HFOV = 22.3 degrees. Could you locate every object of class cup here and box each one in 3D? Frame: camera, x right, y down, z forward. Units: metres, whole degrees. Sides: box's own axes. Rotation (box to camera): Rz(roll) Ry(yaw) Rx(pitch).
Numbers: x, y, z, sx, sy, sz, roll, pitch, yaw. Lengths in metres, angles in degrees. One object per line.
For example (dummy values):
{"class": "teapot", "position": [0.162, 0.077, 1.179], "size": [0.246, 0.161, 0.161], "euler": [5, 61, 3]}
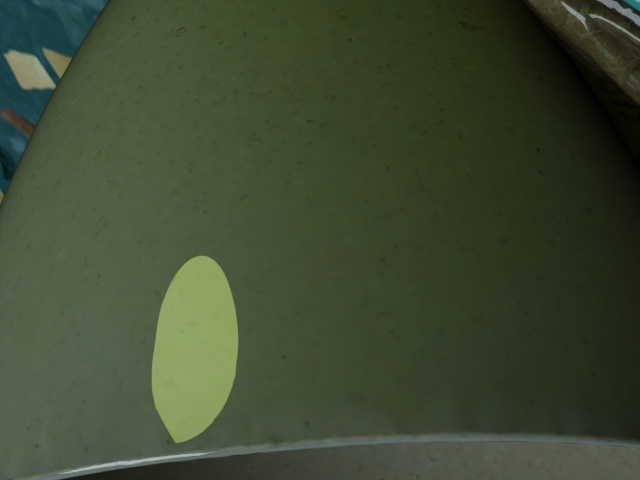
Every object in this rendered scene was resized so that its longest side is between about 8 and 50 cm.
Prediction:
{"class": "cup", "position": [0.000, 0.000, 0.695], "size": [0.331, 0.237, 0.331], "euler": [-3, 164, -1]}

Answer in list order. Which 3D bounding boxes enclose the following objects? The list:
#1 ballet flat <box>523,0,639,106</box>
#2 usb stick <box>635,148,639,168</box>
{"class": "ballet flat", "position": [0.202, -0.036, 0.598], "size": [0.342, 0.116, 0.124], "euler": [36, 171, 14]}
{"class": "usb stick", "position": [0.251, 0.038, 0.683], "size": [0.278, 0.045, 0.077], "euler": [35, 150, 15]}
